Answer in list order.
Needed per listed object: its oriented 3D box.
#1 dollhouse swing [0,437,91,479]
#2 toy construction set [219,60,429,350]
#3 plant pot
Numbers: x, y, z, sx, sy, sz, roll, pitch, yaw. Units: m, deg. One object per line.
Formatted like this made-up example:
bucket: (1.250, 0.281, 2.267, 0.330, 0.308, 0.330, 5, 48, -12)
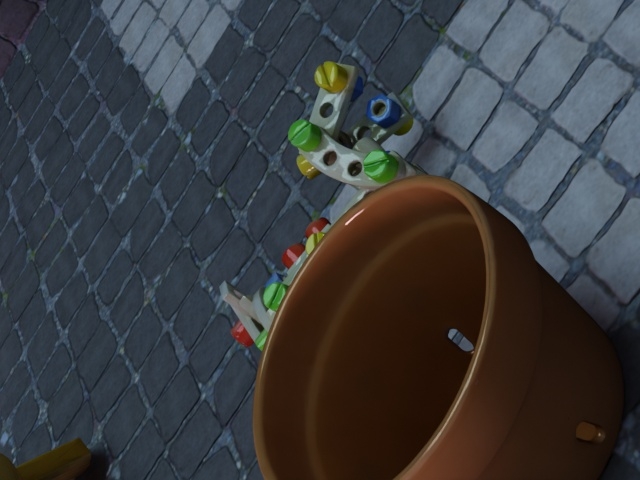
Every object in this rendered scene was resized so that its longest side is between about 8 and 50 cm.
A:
dollhouse swing: (-0.384, 0.446, 1.798, 0.347, 0.305, 0.315, -47, 62, 26)
toy construction set: (0.000, 0.000, 1.554, 0.215, 0.151, 0.328, 46, 117, 32)
plant pot: (0.111, 0.117, 1.247, 0.291, 0.203, 0.291, -36, 41, 39)
